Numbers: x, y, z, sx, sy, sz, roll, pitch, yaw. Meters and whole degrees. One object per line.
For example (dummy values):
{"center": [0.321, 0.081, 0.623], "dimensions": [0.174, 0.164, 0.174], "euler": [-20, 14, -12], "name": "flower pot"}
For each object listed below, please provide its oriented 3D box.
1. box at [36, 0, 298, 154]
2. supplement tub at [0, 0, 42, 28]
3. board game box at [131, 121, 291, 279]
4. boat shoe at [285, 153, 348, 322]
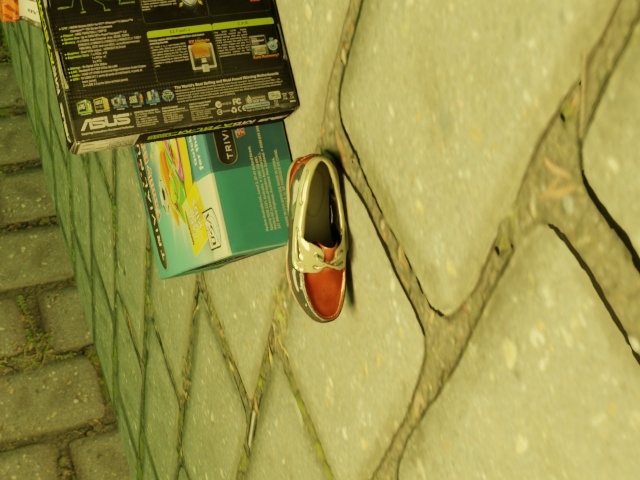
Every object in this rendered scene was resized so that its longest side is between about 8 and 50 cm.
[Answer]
{"center": [-0.129, -0.176, 0.813], "dimensions": [0.045, 0.191, 0.184], "euler": [152, 104, -68], "name": "box"}
{"center": [-0.269, -0.302, 1.118], "dimensions": [0.117, 0.190, 0.117], "euler": [167, 90, -70], "name": "supplement tub"}
{"center": [-0.126, -0.099, 1.012], "dimensions": [0.336, 0.079, 0.254], "euler": [162, 96, -70], "name": "board game box"}
{"center": [0.000, 0.000, 0.780], "dimensions": [0.043, 0.049, 0.137], "euler": [-171, 75, -66], "name": "boat shoe"}
